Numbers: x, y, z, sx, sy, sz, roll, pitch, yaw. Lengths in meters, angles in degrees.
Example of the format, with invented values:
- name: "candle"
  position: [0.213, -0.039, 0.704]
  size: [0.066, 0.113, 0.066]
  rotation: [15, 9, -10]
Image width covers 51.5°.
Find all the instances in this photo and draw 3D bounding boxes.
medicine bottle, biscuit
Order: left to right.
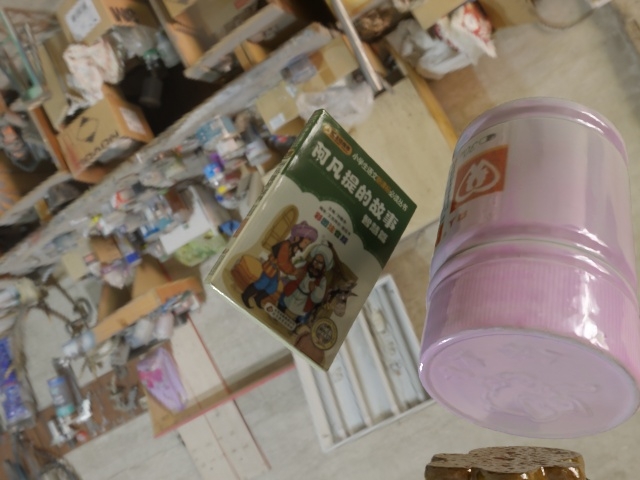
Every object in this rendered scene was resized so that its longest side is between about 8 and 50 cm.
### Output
- name: "biscuit"
  position: [0.221, 0.267, 0.772]
  size: [0.180, 0.039, 0.236]
  rotation: [-10, 168, 37]
- name: "medicine bottle"
  position: [0.220, 0.020, 0.695]
  size: [0.202, 0.202, 0.315]
  rotation: [-32, -151, 43]

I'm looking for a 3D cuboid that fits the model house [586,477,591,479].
- name: "model house"
  position: [0.407, 0.397, 1.048]
  size: [0.057, 0.083, 0.058]
  rotation: [-38, -140, -1]

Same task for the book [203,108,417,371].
- name: "book"
  position: [0.000, 0.000, 0.828]
  size: [0.027, 0.202, 0.264]
  rotation: [-1, -127, 55]
